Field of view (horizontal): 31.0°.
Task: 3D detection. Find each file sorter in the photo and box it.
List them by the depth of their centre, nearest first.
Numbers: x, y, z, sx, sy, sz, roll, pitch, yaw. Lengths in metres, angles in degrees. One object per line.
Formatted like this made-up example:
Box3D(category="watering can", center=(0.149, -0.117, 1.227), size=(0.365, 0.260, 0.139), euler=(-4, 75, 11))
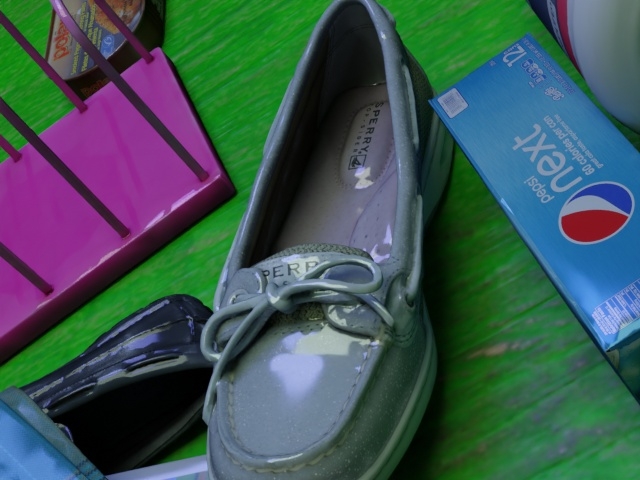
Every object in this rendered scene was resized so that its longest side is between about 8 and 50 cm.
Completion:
Box3D(category="file sorter", center=(-0.250, -0.058, 0.814), size=(0.291, 0.182, 0.202), euler=(-36, 39, 5))

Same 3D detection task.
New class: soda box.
Box3D(category="soda box", center=(0.130, -0.013, 0.563), size=(0.067, 0.071, 0.210), euler=(-34, 40, 8))

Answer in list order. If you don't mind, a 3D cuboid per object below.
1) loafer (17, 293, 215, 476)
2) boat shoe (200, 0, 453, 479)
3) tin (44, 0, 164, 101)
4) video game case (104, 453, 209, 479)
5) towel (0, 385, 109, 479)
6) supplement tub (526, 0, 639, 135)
Box3D(category="loafer", center=(-0.144, 0.116, 0.653), size=(0.223, 0.076, 0.078), euler=(-37, 31, -1))
Box3D(category="boat shoe", center=(0.003, -0.001, 0.604), size=(0.118, 0.103, 0.320), euler=(-4, 44, 24))
Box3D(category="tin", center=(-0.187, -0.193, 1.006), size=(0.106, 0.040, 0.189), euler=(-21, 43, 16))
Box3D(category="video game case", center=(-0.133, 0.255, 0.501), size=(0.300, 0.036, 0.329), euler=(-14, 44, 11))
Box3D(category="towel", center=(-0.210, 0.235, 0.462), size=(0.370, 0.040, 0.271), euler=(-38, 48, -23))
Box3D(category="supplement tub", center=(0.178, -0.190, 0.596), size=(0.191, 0.191, 0.272), euler=(-31, 40, 11))
